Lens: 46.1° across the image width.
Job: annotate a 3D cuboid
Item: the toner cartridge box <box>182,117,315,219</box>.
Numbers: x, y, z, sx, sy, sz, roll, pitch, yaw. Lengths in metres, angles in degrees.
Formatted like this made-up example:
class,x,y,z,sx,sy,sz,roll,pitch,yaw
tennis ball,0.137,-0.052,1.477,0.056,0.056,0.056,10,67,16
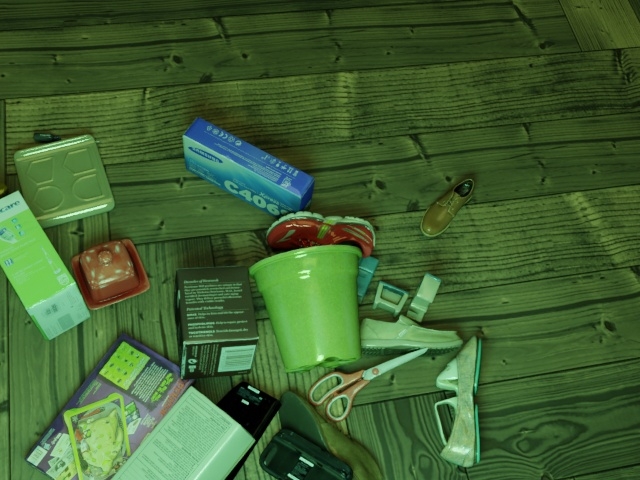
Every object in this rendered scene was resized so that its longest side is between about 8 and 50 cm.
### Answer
class,x,y,z,sx,sy,sz,roll,pitch,yaw
toner cartridge box,-0.188,-0.173,1.951,0.348,0.165,0.075,28,62,9

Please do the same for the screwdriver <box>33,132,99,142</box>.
class,x,y,z,sx,sy,sz,roll,pitch,yaw
screwdriver,-0.684,-0.271,2.021,0.170,0.024,0.025,6,32,-6

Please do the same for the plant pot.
class,x,y,z,sx,sy,sz,roll,pitch,yaw
plant pot,-0.013,0.170,1.756,0.276,0.276,0.253,-8,75,-11

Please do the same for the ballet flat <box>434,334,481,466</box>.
class,x,y,z,sx,sy,sz,roll,pitch,yaw
ballet flat,0.323,0.367,1.768,0.106,0.107,0.315,3,60,10

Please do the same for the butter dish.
class,x,y,z,sx,sy,sz,roll,pitch,yaw
butter dish,-0.512,0.062,1.811,0.160,0.118,0.160,-21,67,-16

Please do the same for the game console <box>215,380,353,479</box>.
class,x,y,z,sx,sy,sz,roll,pitch,yaw
game console,-0.107,0.463,1.628,0.361,0.044,0.213,24,66,27

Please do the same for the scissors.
class,x,y,z,sx,sy,sz,roll,pitch,yaw
scissors,0.107,0.308,1.764,0.297,0.021,0.109,-38,74,-2

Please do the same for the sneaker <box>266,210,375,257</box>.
class,x,y,z,sx,sy,sz,roll,pitch,yaw
sneaker,0.000,0.000,1.894,0.279,0.107,0.118,-1,49,2

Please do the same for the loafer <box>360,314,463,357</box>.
class,x,y,z,sx,sy,sz,roll,pitch,yaw
loafer,0.213,0.228,1.823,0.269,0.102,0.092,2,68,-6

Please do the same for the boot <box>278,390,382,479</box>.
class,x,y,z,sx,sy,sz,roll,pitch,yaw
boot,0.018,0.462,1.696,0.115,0.112,0.305,-12,54,-47

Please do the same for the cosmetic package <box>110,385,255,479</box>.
class,x,y,z,sx,sy,sz,roll,pitch,yaw
cosmetic package,-0.303,0.482,1.572,0.160,0.113,0.309,32,72,29

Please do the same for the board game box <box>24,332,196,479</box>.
class,x,y,z,sx,sy,sz,roll,pitch,yaw
board game box,-0.461,0.400,1.680,0.208,0.056,0.346,28,62,13

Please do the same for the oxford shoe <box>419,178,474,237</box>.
class,x,y,z,sx,sy,sz,roll,pitch,yaw
oxford shoe,0.341,-0.094,2.027,0.076,0.076,0.212,38,66,11

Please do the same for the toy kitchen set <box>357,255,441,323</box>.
class,x,y,z,sx,sy,sz,roll,pitch,yaw
toy kitchen set,0.181,0.094,1.853,0.207,0.166,0.122,23,60,5

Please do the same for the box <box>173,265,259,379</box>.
class,x,y,z,sx,sy,sz,roll,pitch,yaw
box,-0.244,0.188,1.725,0.167,0.168,0.203,-3,52,-15

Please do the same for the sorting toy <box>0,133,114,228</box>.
class,x,y,z,sx,sy,sz,roll,pitch,yaw
sorting toy,-0.710,-0.139,1.941,0.307,0.041,0.229,-17,70,-15

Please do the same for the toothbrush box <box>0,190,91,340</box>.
class,x,y,z,sx,sy,sz,roll,pitch,yaw
toothbrush box,-0.666,0.061,1.742,0.122,0.206,0.283,-29,70,-20
